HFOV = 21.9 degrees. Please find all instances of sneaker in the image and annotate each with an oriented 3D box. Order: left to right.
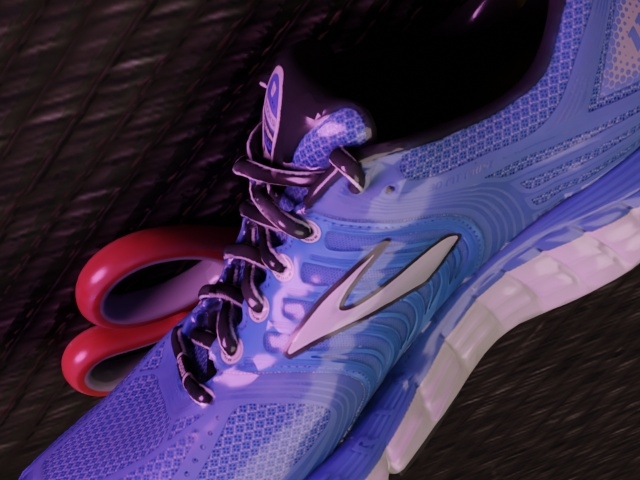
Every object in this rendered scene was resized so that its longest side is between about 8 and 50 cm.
[{"bbox_3d":[0.000,0.000,0.636,0.330,0.130,0.147,-43,124,0],"label":"sneaker"}]

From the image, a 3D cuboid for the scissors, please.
[{"bbox_3d":[0.021,-0.008,0.743,0.297,0.021,0.109,-22,148,-15],"label":"scissors"}]
